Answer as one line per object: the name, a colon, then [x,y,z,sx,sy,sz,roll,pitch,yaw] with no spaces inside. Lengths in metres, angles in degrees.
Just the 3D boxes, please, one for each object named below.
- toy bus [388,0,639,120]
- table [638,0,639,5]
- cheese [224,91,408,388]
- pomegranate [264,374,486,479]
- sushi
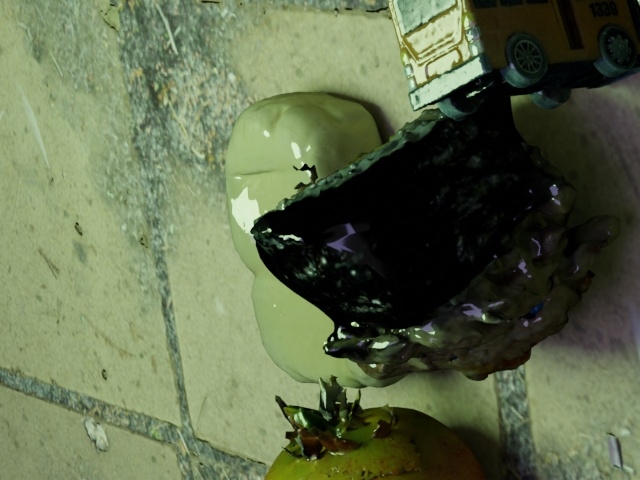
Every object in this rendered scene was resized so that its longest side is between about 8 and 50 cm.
toy bus: [0.144,-0.147,1.146,0.091,0.182,0.103,-26,77,54]
table: [0.304,-0.063,1.036,0.111,0.121,0.240,-19,90,36]
cheese: [0.001,-0.001,1.461,0.159,0.093,0.263,-8,98,49]
pomegranate: [0.040,0.231,1.413,0.210,0.210,0.235,-4,120,52]
sushi: [0.087,0.017,1.263,0.219,0.225,0.238,59,166,-12]
